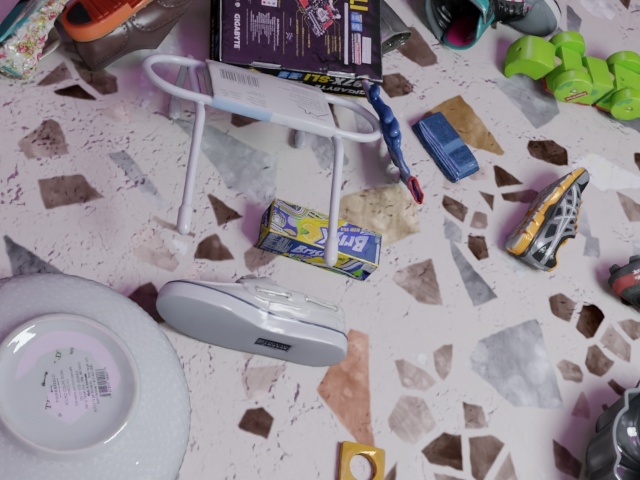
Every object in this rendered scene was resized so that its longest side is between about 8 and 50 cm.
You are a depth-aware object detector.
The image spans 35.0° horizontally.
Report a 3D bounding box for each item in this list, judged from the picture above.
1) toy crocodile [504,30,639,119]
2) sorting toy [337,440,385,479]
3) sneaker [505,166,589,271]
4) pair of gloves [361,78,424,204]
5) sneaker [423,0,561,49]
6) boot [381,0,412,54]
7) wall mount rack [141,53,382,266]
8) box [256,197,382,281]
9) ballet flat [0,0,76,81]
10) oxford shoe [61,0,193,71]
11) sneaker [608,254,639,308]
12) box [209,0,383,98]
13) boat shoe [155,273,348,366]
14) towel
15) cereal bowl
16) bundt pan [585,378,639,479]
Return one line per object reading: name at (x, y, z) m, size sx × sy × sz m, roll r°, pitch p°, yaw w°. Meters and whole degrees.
toy crocodile at (0.485, -0.282, 1.813) m, size 0.341 × 0.105 × 0.115 m, roll 12°, pitch 59°, yaw -25°
sorting toy at (0.056, 0.409, 1.234) m, size 0.196 × 0.047 × 0.347 m, roll 5°, pitch 61°, yaw -24°
sneaker at (0.378, -0.034, 1.627) m, size 0.083 × 0.084 × 0.215 m, roll 42°, pitch 63°, yaw -2°
pair of gloves at (0.107, -0.153, 1.496) m, size 0.023 × 0.198 × 0.159 m, roll -23°, pitch 35°, yaw 1°
sneaker at (0.290, -0.395, 1.759) m, size 0.296 × 0.124 × 0.178 m, roll 27°, pitch 62°, yaw -21°
boot at (0.032, -0.392, 1.668) m, size 0.190 × 0.076 × 0.208 m, roll -23°, pitch 82°, yaw -32°
wall mount rack at (-0.083, -0.124, 1.371) m, size 0.350 × 0.130 × 0.304 m, roll 12°, pitch 34°, yaw -20°
box at (0.000, 0.000, 1.432) m, size 0.169 × 0.054 × 0.059 m, roll 19°, pitch 57°, yaw -17°
ballet flat at (-0.385, -0.313, 1.415) m, size 0.077 × 0.091 × 0.241 m, roll 49°, pitch 51°, yaw -33°
oxford shoe at (-0.238, -0.339, 1.452) m, size 0.271 × 0.098 × 0.097 m, roll -33°, pitch 51°, yaw -17°
sneaker at (0.588, 0.109, 1.634) m, size 0.276 × 0.097 × 0.135 m, roll 17°, pitch 55°, yaw -19°
box at (-0.038, -0.391, 1.563) m, size 0.257 × 0.079 × 0.322 m, roll 4°, pitch 75°, yaw -19°
boat shoe at (-0.083, 0.088, 1.319) m, size 0.268 × 0.096 × 0.088 m, roll 16°, pitch 53°, yaw -19°
towel at (0.205, -0.152, 1.635) m, size 0.067 × 0.029 × 0.119 m, roll -28°, pitch 77°, yaw -36°
cereal bowl at (-0.298, 0.180, 1.131) m, size 0.339 × 0.141 × 0.339 m, roll 12°, pitch 58°, yaw -19°
bundt pan at (0.514, 0.355, 1.444) m, size 0.331 × 0.124 × 0.330 m, roll 12°, pitch 58°, yaw -20°
